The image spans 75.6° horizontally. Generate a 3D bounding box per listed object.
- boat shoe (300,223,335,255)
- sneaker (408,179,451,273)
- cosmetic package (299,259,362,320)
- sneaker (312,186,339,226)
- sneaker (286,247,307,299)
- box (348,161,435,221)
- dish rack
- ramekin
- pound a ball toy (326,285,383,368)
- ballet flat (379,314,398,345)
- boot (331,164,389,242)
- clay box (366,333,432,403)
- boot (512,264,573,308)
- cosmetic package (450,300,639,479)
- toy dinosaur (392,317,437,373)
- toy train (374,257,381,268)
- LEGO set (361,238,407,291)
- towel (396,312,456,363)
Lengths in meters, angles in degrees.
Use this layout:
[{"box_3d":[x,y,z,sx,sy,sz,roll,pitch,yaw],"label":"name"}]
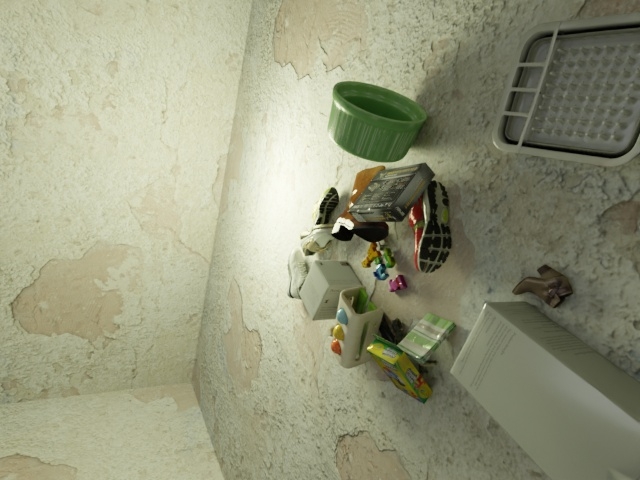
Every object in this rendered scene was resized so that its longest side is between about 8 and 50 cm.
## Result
[{"box_3d":[0.000,0.000,1.724,0.302,0.113,0.103,153,115,-67],"label":"boat shoe"},{"box_3d":[0.313,-0.036,1.220,0.118,0.107,0.279,-18,61,63],"label":"sneaker"},{"box_3d":[0.035,0.191,1.593,0.151,0.151,0.184,59,136,43],"label":"cosmetic package"},{"box_3d":[0.008,-0.148,1.745,0.209,0.081,0.094,-63,36,34],"label":"sneaker"},{"box_3d":[-0.095,0.153,1.897,0.094,0.090,0.235,-2,89,46],"label":"sneaker"},{"box_3d":[0.207,-0.140,1.244,0.183,0.056,0.231,-52,23,-17],"label":"box"},{"box_3d":[0.548,-0.309,0.869,0.333,0.072,0.286,33,114,56],"label":"dish rack"},{"box_3d":[0.167,-0.373,1.305,0.303,0.303,0.148,60,143,43],"label":"ramekin"},{"box_3d":[0.087,0.298,1.451,0.208,0.135,0.319,54,147,43],"label":"pound a ball toy"},{"box_3d":[0.225,0.302,1.376,0.173,0.049,0.057,62,151,32],"label":"ballet flat"},{"box_3d":[0.176,-0.131,1.429,0.264,0.096,0.281,-8,54,61],"label":"boot"},{"box_3d":[0.226,0.375,1.216,0.053,0.222,0.127,-46,25,-18],"label":"clay box"},{"box_3d":[0.501,0.115,0.930,0.118,0.042,0.087,-59,43,38],"label":"boot"},{"box_3d":[0.479,0.317,0.840,0.385,0.156,0.217,48,127,49],"label":"cosmetic package"},{"box_3d":[0.273,0.337,1.240,0.268,0.064,0.118,-133,29,-65],"label":"toy dinosaur"},{"box_3d":[0.202,0.074,1.458,0.023,0.017,0.083,-41,52,38],"label":"toy train"},{"box_3d":[0.196,0.082,1.399,0.093,0.087,0.227,-52,44,43],"label":"LEGO set"},{"box_3d":[0.297,0.272,1.174,0.113,0.152,0.023,17,144,57],"label":"towel"}]
